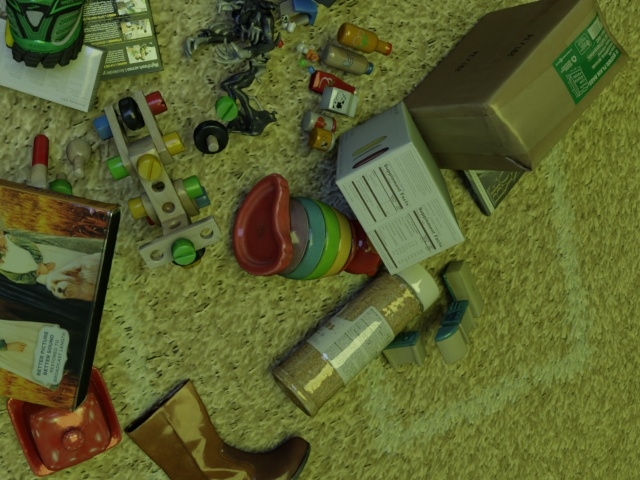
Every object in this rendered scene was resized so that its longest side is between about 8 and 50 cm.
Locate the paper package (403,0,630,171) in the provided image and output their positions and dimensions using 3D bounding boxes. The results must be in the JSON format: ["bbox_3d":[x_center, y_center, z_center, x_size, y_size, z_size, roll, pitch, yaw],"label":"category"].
[{"bbox_3d":[0.359,-0.294,1.394,0.325,0.309,0.168,-47,115,-15],"label":"paper package"}]

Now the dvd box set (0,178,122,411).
[{"bbox_3d":[-0.522,0.052,1.041,0.420,0.062,0.307,14,98,-2],"label":"dvd box set"}]

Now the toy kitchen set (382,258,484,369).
[{"bbox_3d":[0.228,0.155,1.530,0.122,0.166,0.207,64,34,-19],"label":"toy kitchen set"}]

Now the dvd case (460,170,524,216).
[{"bbox_3d":[0.396,-0.182,1.563,0.221,0.018,0.164,-49,131,-12],"label":"dvd case"}]

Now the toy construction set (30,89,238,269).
[{"bbox_3d":[-0.283,-0.076,1.122,0.309,0.237,0.257,0,128,-17],"label":"toy construction set"}]

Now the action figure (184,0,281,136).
[{"bbox_3d":[-0.143,-0.318,1.235,0.141,0.164,0.275,-7,105,-30],"label":"action figure"}]

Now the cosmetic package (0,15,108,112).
[{"bbox_3d":[-0.455,-0.279,1.100,0.239,0.060,0.098,17,102,-12],"label":"cosmetic package"}]

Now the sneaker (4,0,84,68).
[{"bbox_3d":[-0.379,-0.420,1.056,0.134,0.146,0.343,4,58,-17],"label":"sneaker"}]

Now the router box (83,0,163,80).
[{"bbox_3d":[-0.355,-0.325,1.168,0.179,0.046,0.133,-13,110,-13],"label":"router box"}]

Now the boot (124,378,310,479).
[{"bbox_3d":[-0.183,0.374,1.364,0.264,0.096,0.280,-33,102,-11],"label":"boot"}]

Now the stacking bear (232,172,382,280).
[{"bbox_3d":[0.000,0.000,1.347,0.289,0.164,0.175,9,68,-37],"label":"stacking bear"}]

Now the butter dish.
[{"bbox_3d":[-0.416,0.314,1.206,0.160,0.118,0.160,-20,105,-23],"label":"butter dish"}]

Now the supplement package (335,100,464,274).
[{"bbox_3d":[0.140,-0.104,1.322,0.145,0.262,0.204,-27,111,14],"label":"supplement package"}]

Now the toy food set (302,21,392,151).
[{"bbox_3d":[0.046,-0.274,1.355,0.105,0.111,0.232,12,93,-27],"label":"toy food set"}]

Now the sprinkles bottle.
[{"bbox_3d":[0.072,0.182,1.422,0.355,0.121,0.121,-42,112,-15],"label":"sprinkles bottle"}]

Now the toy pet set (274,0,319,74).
[{"bbox_3d":[-0.026,-0.383,1.310,0.122,0.065,0.114,24,53,-57],"label":"toy pet set"}]

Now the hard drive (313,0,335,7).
[{"bbox_3d":[-0.032,-0.587,1.232,0.237,0.064,0.339,23,65,-19],"label":"hard drive"}]
